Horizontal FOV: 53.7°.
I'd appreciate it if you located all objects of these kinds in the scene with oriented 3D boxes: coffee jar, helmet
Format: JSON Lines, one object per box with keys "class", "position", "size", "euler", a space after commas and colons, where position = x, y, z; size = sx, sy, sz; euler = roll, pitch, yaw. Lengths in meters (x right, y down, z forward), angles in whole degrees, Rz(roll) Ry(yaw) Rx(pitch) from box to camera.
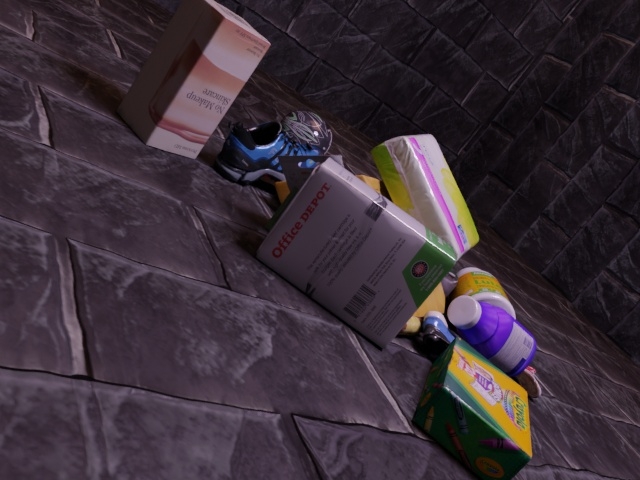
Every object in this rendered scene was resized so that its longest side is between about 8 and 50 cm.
{"class": "coffee jar", "position": [0.279, 0.072, 1.646], "size": [0.079, 0.096, 0.184], "euler": [32, 17, -28]}
{"class": "helmet", "position": [-0.049, -0.314, 1.918], "size": [0.169, 0.169, 0.161], "euler": [37, 0, 1]}

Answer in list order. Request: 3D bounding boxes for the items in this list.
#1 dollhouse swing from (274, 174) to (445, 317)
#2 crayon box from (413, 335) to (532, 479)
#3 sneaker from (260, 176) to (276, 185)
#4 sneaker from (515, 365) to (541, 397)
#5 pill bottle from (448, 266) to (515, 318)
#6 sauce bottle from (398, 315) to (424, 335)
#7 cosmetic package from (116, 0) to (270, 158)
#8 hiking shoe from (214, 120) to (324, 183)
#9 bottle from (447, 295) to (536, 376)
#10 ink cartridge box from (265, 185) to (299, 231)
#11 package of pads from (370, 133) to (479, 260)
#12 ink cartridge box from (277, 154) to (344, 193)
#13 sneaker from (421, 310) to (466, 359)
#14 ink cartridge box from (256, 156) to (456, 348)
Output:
{"class": "dollhouse swing", "position": [0.101, 0.025, 1.475], "size": [0.315, 0.305, 0.347], "euler": [-2, -3, 29]}
{"class": "crayon box", "position": [0.261, 0.277, 1.067], "size": [0.165, 0.081, 0.278], "euler": [39, 16, 8]}
{"class": "sneaker", "position": [-0.107, -0.172, 1.566], "size": [0.134, 0.070, 0.051], "euler": [27, 21, -29]}
{"class": "sneaker", "position": [0.488, 0.326, 1.475], "size": [0.067, 0.042, 0.118], "euler": [23, 19, -32]}
{"class": "pill bottle", "position": [0.396, 0.154, 1.590], "size": [0.136, 0.136, 0.246], "euler": [35, 16, -7]}
{"class": "sauce bottle", "position": [0.182, 0.171, 1.269], "size": [0.128, 0.042, 0.042], "euler": [15, 27, -50]}
{"class": "cosmetic package", "position": [-0.258, -0.330, 1.284], "size": [0.129, 0.296, 0.153], "euler": [47, 20, 27]}
{"class": "hiking shoe", "position": [-0.092, -0.205, 1.451], "size": [0.304, 0.132, 0.113], "euler": [-11, 48, -45]}
{"class": "bottle", "position": [0.366, 0.202, 1.359], "size": [0.283, 0.118, 0.092], "euler": [36, -2, -42]}
{"class": "ink cartridge box", "position": [0.000, 0.000, 1.241], "size": [0.209, 0.109, 0.062], "euler": [36, 15, -4]}
{"class": "package of pads", "position": [0.245, -0.095, 1.428], "size": [0.229, 0.101, 0.297], "euler": [-22, 88, -63]}
{"class": "ink cartridge box", "position": [0.008, -0.104, 1.250], "size": [0.145, 0.179, 0.045], "euler": [4, 41, 29]}
{"class": "sneaker", "position": [0.251, 0.219, 1.262], "size": [0.152, 0.058, 0.085], "euler": [53, 35, -25]}
{"class": "ink cartridge box", "position": [0.064, 0.018, 1.139], "size": [0.289, 0.211, 0.121], "euler": [37, 17, -2]}
